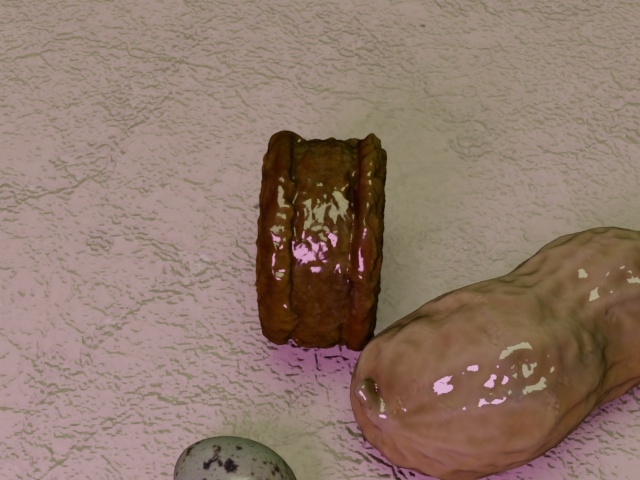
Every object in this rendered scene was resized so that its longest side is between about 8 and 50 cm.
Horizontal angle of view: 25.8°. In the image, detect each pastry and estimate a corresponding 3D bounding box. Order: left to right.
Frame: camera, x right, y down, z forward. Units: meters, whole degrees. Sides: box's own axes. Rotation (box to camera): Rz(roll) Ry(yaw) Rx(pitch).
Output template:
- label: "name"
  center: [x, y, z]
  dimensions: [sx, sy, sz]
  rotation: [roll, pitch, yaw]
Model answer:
- label: "pastry"
  center: [0.000, 0.000, 1.141]
  dimensions: [0.103, 0.189, 0.189]
  rotation: [3, 54, 1]

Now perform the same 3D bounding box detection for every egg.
- label: "egg"
  center: [-0.065, 0.193, 1.064]
  dimensions: [0.110, 0.085, 0.085]
  rotation: [19, 55, 33]

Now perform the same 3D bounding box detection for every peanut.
- label: "peanut"
  center: [0.169, 0.093, 1.096]
  dimensions: [0.291, 0.143, 0.159]
  rotation: [-24, 33, -16]
